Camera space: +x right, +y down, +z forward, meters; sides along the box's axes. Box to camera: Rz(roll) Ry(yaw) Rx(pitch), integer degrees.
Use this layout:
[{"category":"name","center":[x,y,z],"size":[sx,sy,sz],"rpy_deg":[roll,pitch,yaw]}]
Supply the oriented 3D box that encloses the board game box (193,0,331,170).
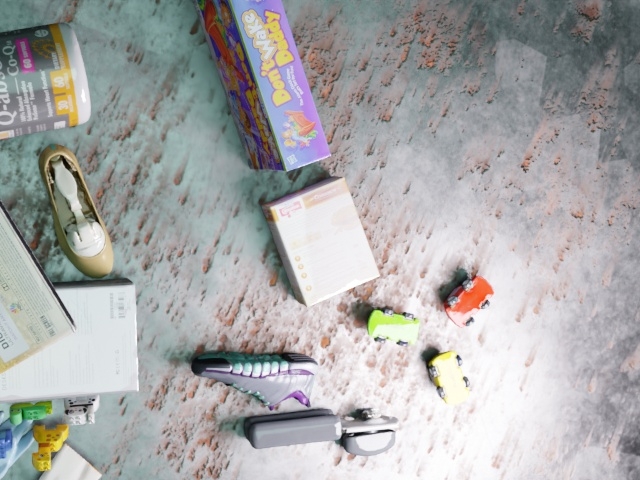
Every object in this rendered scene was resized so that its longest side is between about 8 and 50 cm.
[{"category":"board game box","center":[-0.105,-0.287,1.771],"size":[0.078,0.233,0.347],"rpy_deg":[-21,100,-15]}]

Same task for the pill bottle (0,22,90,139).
[{"category":"pill bottle","center":[-0.502,-0.232,1.689],"size":[0.278,0.162,0.162],"rpy_deg":[-14,98,-16]}]

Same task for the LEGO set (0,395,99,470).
[{"category":"LEGO set","center":[-0.461,0.311,1.746],"size":[0.227,0.093,0.087],"rpy_deg":[-3,120,-12]}]

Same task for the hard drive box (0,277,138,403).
[{"category":"hard drive box","center":[-0.416,0.158,1.784],"size":[0.232,0.089,0.181],"rpy_deg":[-2,95,-17]}]

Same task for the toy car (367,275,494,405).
[{"category":"toy car","center":[0.183,0.163,1.991],"size":[0.225,0.053,0.239],"rpy_deg":[13,90,-17]}]

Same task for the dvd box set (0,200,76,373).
[{"category":"dvd box set","center":[-0.624,0.110,1.654],"size":[0.420,0.062,0.307],"rpy_deg":[-31,99,-7]}]

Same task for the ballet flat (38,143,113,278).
[{"category":"ballet flat","center":[-0.396,-0.042,1.783],"size":[0.080,0.073,0.232],"rpy_deg":[-24,101,-14]}]

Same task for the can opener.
[{"category":"can opener","center":[0.008,0.338,1.938],"size":[0.280,0.074,0.093],"rpy_deg":[1,95,-17]}]

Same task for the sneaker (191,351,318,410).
[{"category":"sneaker","center":[-0.112,0.246,1.892],"size":[0.224,0.083,0.098],"rpy_deg":[3,98,-18]}]

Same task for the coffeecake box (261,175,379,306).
[{"category":"coffeecake box","center":[0.000,0.000,1.912],"size":[0.142,0.068,0.185],"rpy_deg":[-23,101,-14]}]

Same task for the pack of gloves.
[{"category":"pack of gloves","center":[-0.509,0.407,1.810],"size":[0.195,0.046,0.232],"rpy_deg":[42,79,-4]}]
